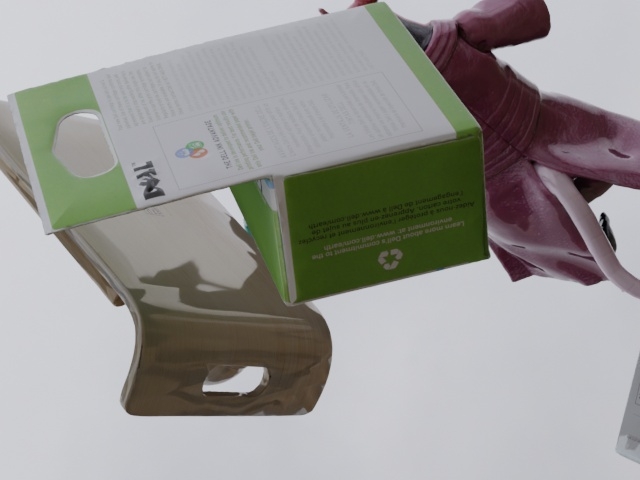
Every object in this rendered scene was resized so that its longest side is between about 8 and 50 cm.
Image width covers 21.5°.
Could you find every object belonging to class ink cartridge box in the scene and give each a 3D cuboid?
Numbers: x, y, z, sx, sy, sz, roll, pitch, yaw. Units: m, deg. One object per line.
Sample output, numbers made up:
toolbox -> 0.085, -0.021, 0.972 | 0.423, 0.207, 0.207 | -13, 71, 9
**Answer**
ink cartridge box -> -0.048, -0.044, 1.037 | 0.255, 0.189, 0.097 | -14, -56, -10

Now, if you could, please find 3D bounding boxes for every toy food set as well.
toy food set -> -0.149, 0.011, 1.217 | 0.219, 0.306, 0.092 | 8, -58, -56

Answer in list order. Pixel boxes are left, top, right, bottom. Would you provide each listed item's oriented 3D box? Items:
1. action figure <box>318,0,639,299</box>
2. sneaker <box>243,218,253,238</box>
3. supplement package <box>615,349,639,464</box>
action figure -> 0.137, -0.083, 1.422 | 0.370, 0.276, 0.248 | 35, -77, -27
sneaker -> 0.000, 0.000, 1.533 | 0.076, 0.166, 0.065 | -45, -35, -32
supplement package -> 0.352, 0.096, 1.028 | 0.262, 0.204, 0.145 | 5, -80, -40
